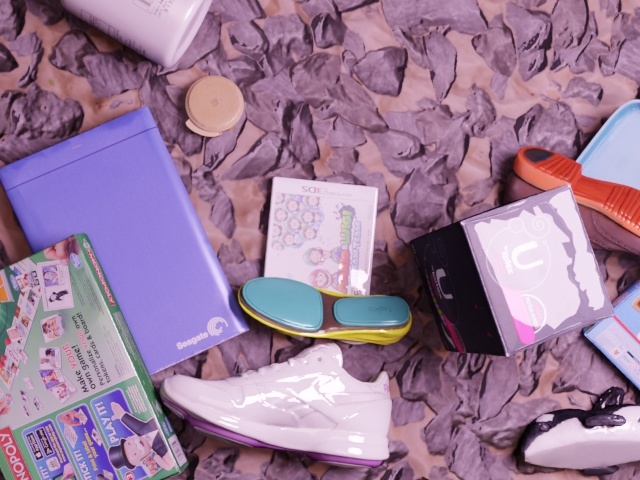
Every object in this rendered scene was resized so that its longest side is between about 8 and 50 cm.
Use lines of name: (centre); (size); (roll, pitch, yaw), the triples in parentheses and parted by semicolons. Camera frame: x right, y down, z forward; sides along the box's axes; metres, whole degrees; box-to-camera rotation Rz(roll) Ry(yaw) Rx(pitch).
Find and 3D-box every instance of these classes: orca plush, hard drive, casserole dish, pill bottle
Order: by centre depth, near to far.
pill bottle: (-0.260, -0.331, 1.376); (0.229, 0.131, 0.131); (30, 82, -4)
hard drive: (-0.253, 0.014, 1.393); (0.210, 0.040, 0.319); (-25, 89, -9)
orca plush: (0.403, 0.225, 1.421); (0.287, 0.151, 0.102); (-19, 49, 21)
casserole dish: (0.414, -0.101, 1.459); (0.114, 0.037, 0.188); (40, 107, 13)

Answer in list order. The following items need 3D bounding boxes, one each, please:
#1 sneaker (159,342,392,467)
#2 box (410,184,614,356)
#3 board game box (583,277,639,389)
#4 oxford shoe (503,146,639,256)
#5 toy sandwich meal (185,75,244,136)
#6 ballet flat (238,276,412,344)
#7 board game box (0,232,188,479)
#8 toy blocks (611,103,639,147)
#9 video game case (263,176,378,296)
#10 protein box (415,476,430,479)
sneaker: (-0.052, 0.195, 1.380); (0.305, 0.114, 0.152); (14, 77, -15)
box: (0.225, 0.043, 1.337); (0.143, 0.270, 0.165); (-19, 87, -9)
board game box: (0.485, 0.107, 1.443); (0.160, 0.039, 0.211); (45, 106, -2)
oxford shoe: (0.369, -0.024, 1.428); (0.271, 0.097, 0.098); (32, 125, 19)
toy sandwich meal: (-0.141, -0.176, 1.432); (0.085, 0.029, 0.086); (1, 80, -7)
ballet flat: (0.003, 0.102, 1.402); (0.230, 0.077, 0.077); (7, 56, -10)
board game box: (-0.325, 0.177, 1.339); (0.213, 0.046, 0.317); (-24, 89, 9)
toy blocks: (0.453, -0.133, 1.491); (0.123, 0.054, 0.148); (38, 88, 1)
video game case: (0.000, 0.000, 1.439); (0.143, 0.019, 0.157); (6, 85, -7)
protein box: (0.127, 0.419, 1.327); (0.135, 0.201, 0.200); (-22, 88, -9)
